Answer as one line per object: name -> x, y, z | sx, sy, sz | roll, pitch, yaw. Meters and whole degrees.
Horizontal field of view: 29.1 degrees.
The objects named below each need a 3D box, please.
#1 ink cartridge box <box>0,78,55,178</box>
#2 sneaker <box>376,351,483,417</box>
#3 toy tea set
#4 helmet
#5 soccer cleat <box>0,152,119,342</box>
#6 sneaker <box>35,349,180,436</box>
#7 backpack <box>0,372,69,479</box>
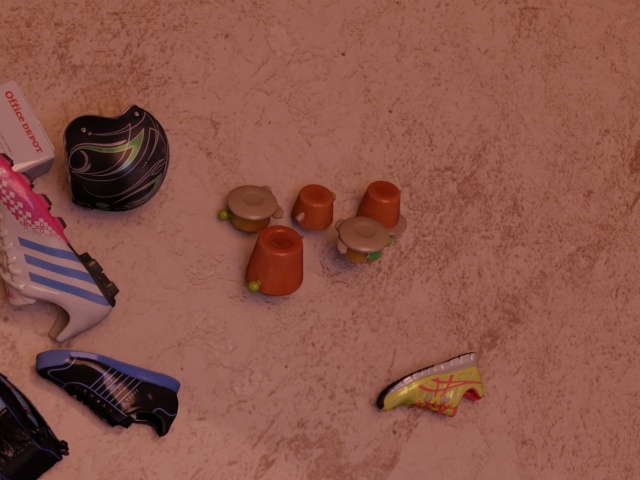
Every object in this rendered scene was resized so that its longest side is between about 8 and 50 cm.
ink cartridge box -> -0.544, -0.143, 1.943 | 0.203, 0.086, 0.148 | -27, 83, -26
sneaker -> 0.193, 0.258, 2.075 | 0.208, 0.081, 0.094 | -16, 80, -24
toy tea set -> 0.000, 0.000, 2.099 | 0.336, 0.124, 0.200 | -5, 44, -18
helmet -> -0.322, -0.131, 1.979 | 0.161, 0.169, 0.170 | -6, 73, -5
soccer cleat -> -0.446, 0.013, 1.870 | 0.143, 0.116, 0.331 | -40, 109, -12
sneaker -> -0.329, 0.235, 1.892 | 0.232, 0.081, 0.091 | 16, 60, -16
backpack -> -0.469, 0.271, 1.793 | 0.117, 0.158, 0.173 | -40, 74, -9
